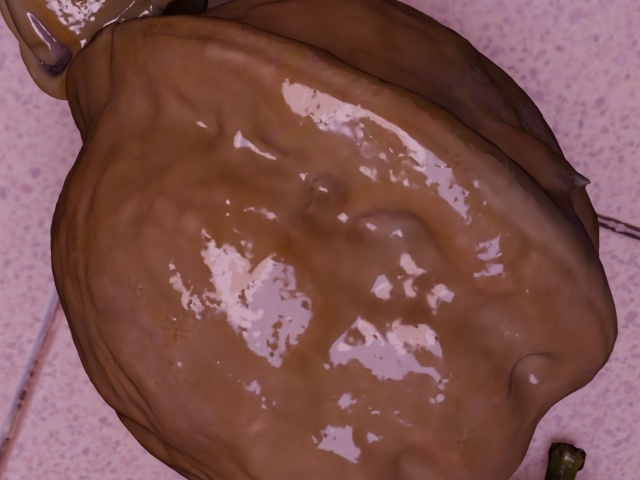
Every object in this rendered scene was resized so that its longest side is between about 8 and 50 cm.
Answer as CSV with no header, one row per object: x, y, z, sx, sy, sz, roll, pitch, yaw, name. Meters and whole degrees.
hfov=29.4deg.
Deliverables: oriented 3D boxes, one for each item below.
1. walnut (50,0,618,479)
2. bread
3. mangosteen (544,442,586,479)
0.006,0.014,0.824,0.384,0.383,0.383,-3,112,-8,walnut
-0.129,-0.205,0.851,0.225,0.081,0.134,-30,109,6,bread
0.194,0.295,1.073,0.172,0.172,0.184,-29,92,3,mangosteen
